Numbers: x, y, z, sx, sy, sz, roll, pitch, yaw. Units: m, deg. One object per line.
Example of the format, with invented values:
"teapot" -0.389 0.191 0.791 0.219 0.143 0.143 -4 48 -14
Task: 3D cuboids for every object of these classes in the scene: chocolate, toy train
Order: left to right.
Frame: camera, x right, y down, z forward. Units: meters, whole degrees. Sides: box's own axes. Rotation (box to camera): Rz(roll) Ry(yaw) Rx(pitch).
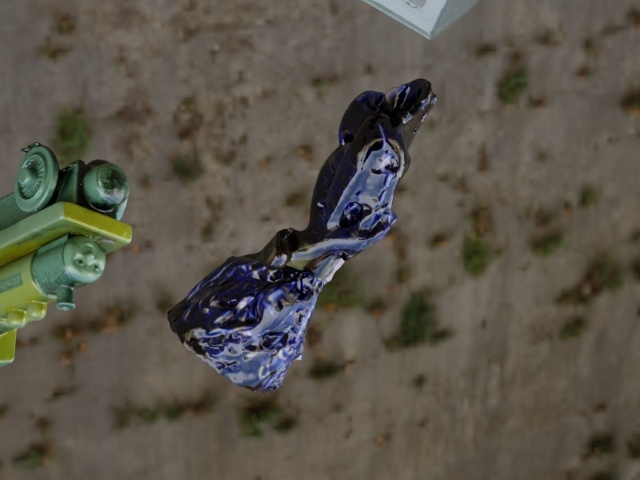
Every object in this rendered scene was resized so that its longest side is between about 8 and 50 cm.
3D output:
"toy train" -0.379 0.025 1.786 0.369 0.237 0.150 -22 149 39
"chocolate" 0.001 -0.005 1.283 0.126 0.343 0.148 47 -156 14

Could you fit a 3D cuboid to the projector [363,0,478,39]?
"projector" 0.049 -0.181 0.767 0.115 0.061 0.147 30 -145 9
